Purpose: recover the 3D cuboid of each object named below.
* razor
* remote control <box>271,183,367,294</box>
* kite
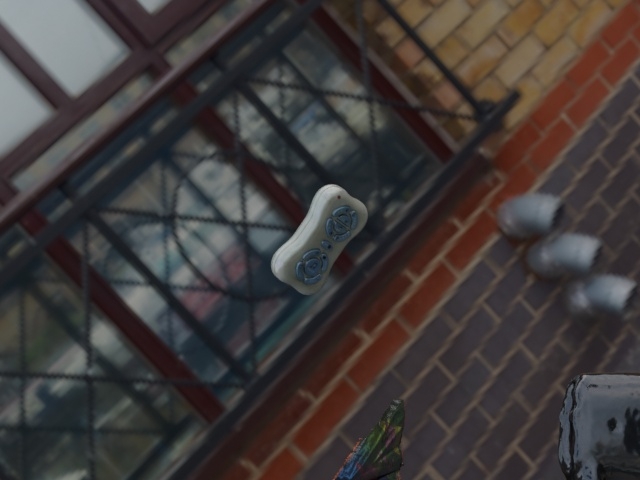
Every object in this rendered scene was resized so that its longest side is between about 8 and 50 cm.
[{"bbox_3d":[0.236,0.136,0.869,0.054,0.148,0.090,121,156,-68],"label":"razor"},{"bbox_3d":[0.000,0.000,1.406,0.122,0.074,0.032,-57,41,0],"label":"remote control"},{"bbox_3d":[0.054,0.262,1.077,0.016,0.234,0.321,-18,58,22],"label":"kite"}]
